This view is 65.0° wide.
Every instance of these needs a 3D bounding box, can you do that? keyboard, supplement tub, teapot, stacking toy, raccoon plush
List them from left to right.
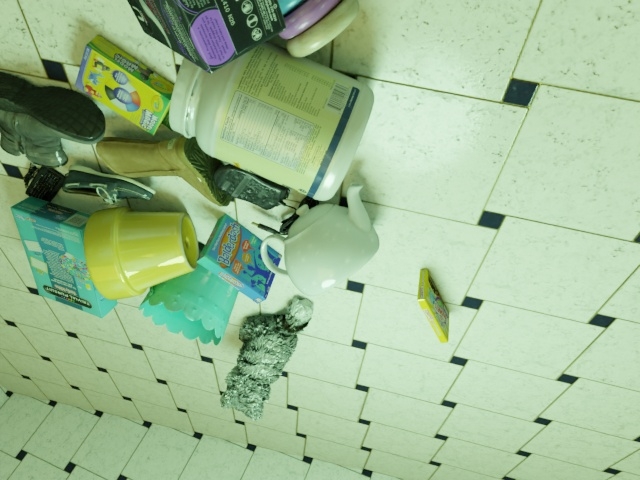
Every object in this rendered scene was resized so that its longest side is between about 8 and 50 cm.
[{"bbox_3d":[-0.815,-0.158,1.453,0.100,0.038,0.192,38,135,-23],"label":"keyboard"},{"bbox_3d":[-0.196,0.393,1.656,0.216,0.299,0.446,20,140,-3],"label":"raccoon plush"},{"bbox_3d":[-0.080,-0.458,0.769,0.141,0.141,0.330,-18,124,35],"label":"stacking toy"},{"bbox_3d":[-0.088,-0.235,0.939,0.325,0.235,0.235,22,140,-5],"label":"supplement tub"},{"bbox_3d":[0.000,0.000,1.204,0.187,0.256,0.252,53,167,-7],"label":"teapot"}]

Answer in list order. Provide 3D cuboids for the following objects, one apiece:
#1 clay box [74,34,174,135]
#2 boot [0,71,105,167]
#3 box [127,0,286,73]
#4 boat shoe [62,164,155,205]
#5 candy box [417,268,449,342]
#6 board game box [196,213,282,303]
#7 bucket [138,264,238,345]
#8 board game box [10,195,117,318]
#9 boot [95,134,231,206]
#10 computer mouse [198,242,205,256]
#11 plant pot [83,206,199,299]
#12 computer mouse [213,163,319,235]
[{"bbox_3d":[-0.409,-0.325,1.096,0.222,0.053,0.127,32,139,-16],"label":"clay box"},{"bbox_3d":[-0.654,-0.264,1.230,0.338,0.118,0.223,24,144,10],"label":"boot"},{"bbox_3d":[-0.200,-0.392,0.766,0.270,0.143,0.165,39,160,39],"label":"box"},{"bbox_3d":[-0.565,-0.136,1.332,0.254,0.079,0.095,14,164,5],"label":"boat shoe"},{"bbox_3d":[0.312,0.182,1.376,0.027,0.105,0.206,-9,134,29],"label":"candy box"},{"bbox_3d":[-0.216,0.050,1.376,0.210,0.160,0.047,38,136,-24],"label":"board game box"},{"bbox_3d":[-0.394,0.183,1.543,0.281,0.183,0.281,16,152,9],"label":"bucket"},{"bbox_3d":[-0.769,0.054,1.525,0.254,0.079,0.336,16,127,15],"label":"board game box"},{"bbox_3d":[-0.377,-0.175,1.242,0.269,0.089,0.236,3,144,26],"label":"boot"},{"bbox_3d":[-0.319,0.093,1.557,0.071,0.041,0.242,-18,129,34],"label":"computer mouse"},{"bbox_3d":[-0.474,0.023,1.383,0.239,0.254,0.254,-8,137,1],"label":"plant pot"},{"bbox_3d":[-0.151,-0.106,1.254,0.262,0.060,0.184,19,138,-21],"label":"computer mouse"}]
